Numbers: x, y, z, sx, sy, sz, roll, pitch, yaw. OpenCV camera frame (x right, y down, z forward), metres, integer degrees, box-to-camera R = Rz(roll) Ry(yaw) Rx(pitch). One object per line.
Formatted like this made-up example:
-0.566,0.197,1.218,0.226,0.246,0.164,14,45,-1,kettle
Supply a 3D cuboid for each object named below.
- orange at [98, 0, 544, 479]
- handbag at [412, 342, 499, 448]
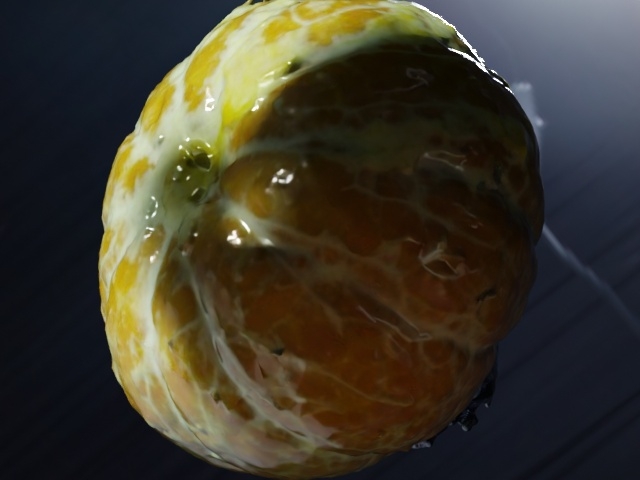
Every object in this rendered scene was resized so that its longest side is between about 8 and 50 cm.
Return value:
0.000,0.000,0.940,0.249,0.329,0.329,17,34,-35,orange
0.016,0.084,1.131,0.113,0.260,0.162,54,39,-55,handbag
